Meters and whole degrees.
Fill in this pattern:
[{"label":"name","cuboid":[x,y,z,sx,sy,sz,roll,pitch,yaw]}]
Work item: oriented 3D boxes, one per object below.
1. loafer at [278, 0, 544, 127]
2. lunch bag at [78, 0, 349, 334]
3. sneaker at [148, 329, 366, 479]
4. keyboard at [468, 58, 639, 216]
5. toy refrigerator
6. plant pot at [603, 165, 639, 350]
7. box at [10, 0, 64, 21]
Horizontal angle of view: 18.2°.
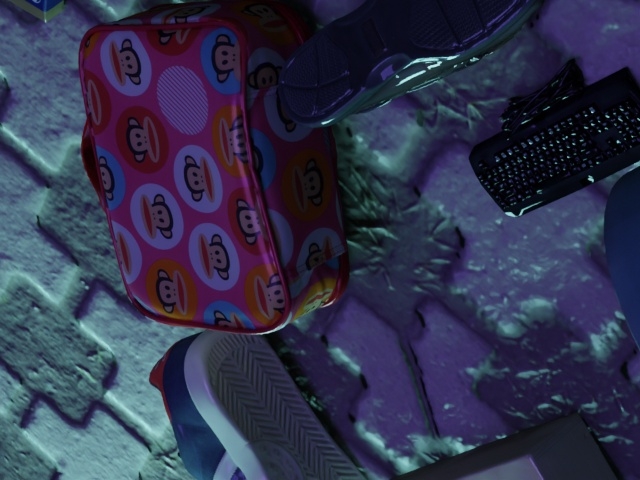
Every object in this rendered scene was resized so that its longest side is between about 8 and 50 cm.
[{"label":"loafer","cuboid":[0.084,-0.172,1.631,0.267,0.084,0.096,-27,75,33]},{"label":"lunch bag","cuboid":[-0.111,-0.065,1.792,0.258,0.120,0.293,3,108,40]},{"label":"sneaker","cuboid":[-0.056,0.244,2.025,0.148,0.131,0.350,-14,106,51]},{"label":"keyboard","cuboid":[0.188,-0.080,1.637,0.192,0.038,0.100,-29,100,46]},{"label":"toy refrigerator","cuboid":[0.153,0.253,1.878,0.269,0.094,0.102,-28,94,46]},{"label":"plant pot","cuboid":[0.380,0.013,1.380,0.235,0.293,0.293,-37,95,34]},{"label":"box","cuboid":[-0.287,-0.324,1.839,0.136,0.036,0.225,31,134,17]}]
